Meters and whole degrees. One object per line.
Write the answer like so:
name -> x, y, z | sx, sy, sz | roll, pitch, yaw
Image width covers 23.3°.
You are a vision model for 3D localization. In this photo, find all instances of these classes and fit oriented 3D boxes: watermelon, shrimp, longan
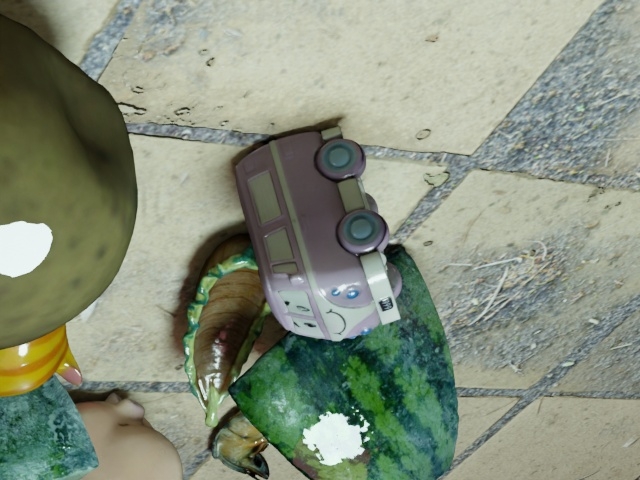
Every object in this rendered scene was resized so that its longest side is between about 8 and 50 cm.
watermelon -> 0.061, 0.170, 1.922 | 0.250, 0.292, 0.283 | -30, 107, 12
shrimp -> -0.024, 0.302, 2.239 | 0.233, 0.071, 0.365 | -14, 151, 10
watermelon -> -0.462, 0.288, 1.829 | 0.387, 0.228, 0.258 | -22, 153, -11
longan -> -0.300, -0.050, 1.307 | 0.288, 0.288, 0.350 | -22, 151, 5

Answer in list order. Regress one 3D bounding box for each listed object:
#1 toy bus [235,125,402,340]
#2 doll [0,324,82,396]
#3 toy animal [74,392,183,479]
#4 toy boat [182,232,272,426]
toy bus -> 0.000, 0.000, 1.630 | 0.142, 0.202, 0.142 | -17, 149, 0
doll -> -0.397, 0.101, 1.617 | 0.269, 0.162, 0.167 | -16, 136, -25
toy animal -> -0.319, 0.345, 1.963 | 0.326, 0.269, 0.237 | -64, 151, -5
toy boat -> -0.109, 0.094, 1.826 | 0.108, 0.099, 0.293 | -2, 137, -24
